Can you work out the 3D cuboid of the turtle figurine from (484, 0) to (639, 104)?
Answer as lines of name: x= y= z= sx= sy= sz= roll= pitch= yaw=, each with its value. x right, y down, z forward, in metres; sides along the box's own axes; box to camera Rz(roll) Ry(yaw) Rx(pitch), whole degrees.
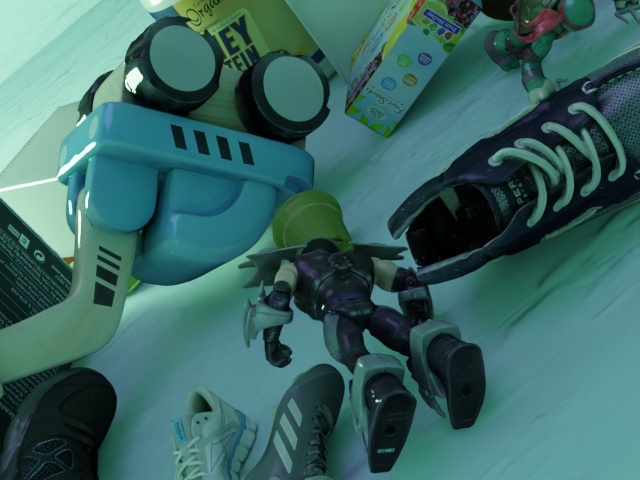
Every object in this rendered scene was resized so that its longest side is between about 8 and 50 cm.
turtle figurine: x=0.259 y=-0.234 z=1.500 sx=0.175 sy=0.118 sz=0.234 roll=-41 pitch=17 yaw=-4

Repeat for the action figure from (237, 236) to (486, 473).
action figure: x=0.031 y=0.075 z=1.222 sx=0.185 sy=0.099 sz=0.285 roll=-13 pitch=30 yaw=-16

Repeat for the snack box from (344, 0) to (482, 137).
snack box: x=0.113 y=-0.254 z=1.717 sx=0.207 sy=0.070 sz=0.174 roll=-52 pitch=15 yaw=29

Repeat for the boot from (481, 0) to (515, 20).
boot: x=0.297 y=-0.356 z=1.707 sx=0.213 sy=0.077 sz=0.165 roll=-19 pitch=28 yaw=38

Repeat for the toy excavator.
toy excavator: x=-0.215 y=-0.014 z=1.583 sx=0.222 sy=0.433 sz=0.445 roll=-28 pitch=55 yaw=57

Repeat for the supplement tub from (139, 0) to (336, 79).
supplement tub: x=-0.123 y=-0.353 z=2.020 sx=0.228 sy=0.316 sz=0.228 roll=-33 pitch=24 yaw=16

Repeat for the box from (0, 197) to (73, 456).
box: x=-0.486 y=0.180 z=1.692 sx=0.293 sy=0.212 sz=0.395 roll=-27 pitch=31 yaw=25

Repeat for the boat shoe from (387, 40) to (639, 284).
boat shoe: x=0.212 y=-0.063 z=1.183 sx=0.340 sy=0.127 sz=0.158 roll=-35 pitch=-3 yaw=32

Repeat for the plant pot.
plant pot: x=0.000 y=0.000 z=1.511 sx=0.083 sy=0.083 sz=0.079 roll=-39 pitch=36 yaw=0

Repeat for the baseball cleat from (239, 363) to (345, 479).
baseball cleat: x=-0.009 y=0.193 z=1.193 sx=0.109 sy=0.072 sz=0.206 roll=4 pitch=48 yaw=37

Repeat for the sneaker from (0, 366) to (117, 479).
sneaker: x=-0.267 y=0.261 z=1.417 sx=0.140 sy=0.125 sz=0.341 roll=2 pitch=36 yaw=18

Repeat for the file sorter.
file sorter: x=0.051 y=-0.399 z=1.905 sx=0.193 sy=0.277 sz=0.173 roll=-26 pitch=22 yaw=28

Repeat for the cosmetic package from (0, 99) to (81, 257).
cosmetic package: x=-0.285 y=-0.095 z=1.931 sx=0.365 sy=0.155 sz=0.197 roll=-6 pitch=43 yaw=51

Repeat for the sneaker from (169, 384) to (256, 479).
sneaker: x=-0.114 y=0.206 z=1.286 sx=0.071 sy=0.083 sz=0.190 roll=-30 pitch=26 yaw=18

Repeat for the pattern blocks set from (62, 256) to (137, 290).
pattern blocks set: x=-0.305 y=0.033 z=1.958 sx=0.325 sy=0.026 sz=0.285 roll=-43 pitch=23 yaw=-9
